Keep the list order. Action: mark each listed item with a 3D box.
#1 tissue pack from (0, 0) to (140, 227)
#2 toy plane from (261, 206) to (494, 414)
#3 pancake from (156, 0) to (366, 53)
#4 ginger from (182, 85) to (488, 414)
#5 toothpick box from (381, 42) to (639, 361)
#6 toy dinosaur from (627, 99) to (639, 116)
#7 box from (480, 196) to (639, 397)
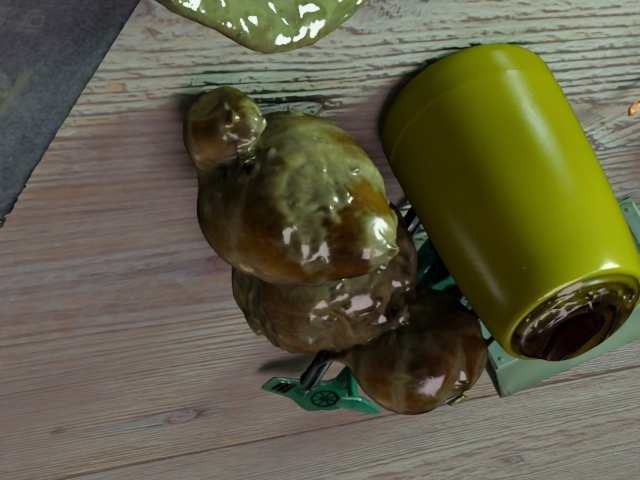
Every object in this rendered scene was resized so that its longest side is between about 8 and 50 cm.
[{"bbox_3d":[-0.278,-0.165,1.108,0.288,0.124,0.394,2,140,-41],"label":"tissue pack"},{"bbox_3d":[0.087,0.080,1.769,0.155,0.106,0.382,19,135,-23],"label":"toy plane"},{"bbox_3d":[-0.038,-0.262,1.038,0.294,0.049,0.295,-19,114,-51],"label":"pancake"},{"bbox_3d":[0.000,0.000,1.492,0.176,0.256,0.375,-47,136,-14],"label":"ginger"},{"bbox_3d":[0.179,-0.028,1.498,0.175,0.271,0.175,-18,149,-11],"label":"toothpick box"},{"bbox_3d":[0.395,-0.213,1.576,0.279,0.055,0.101,-37,170,16],"label":"toy dinosaur"},{"bbox_3d":[0.272,0.063,1.846,0.225,0.129,0.086,-24,150,-2],"label":"box"}]
